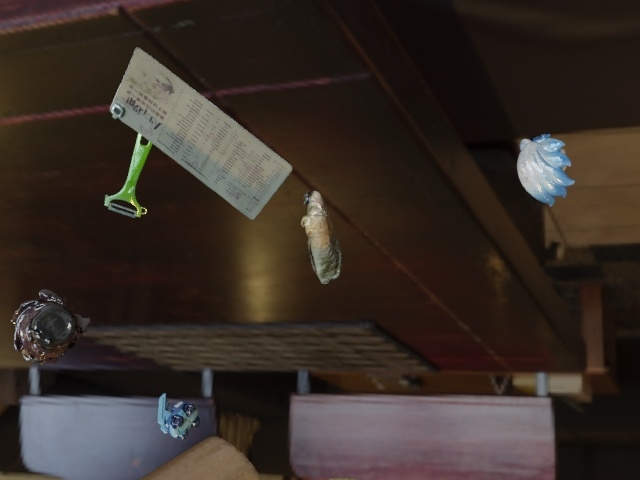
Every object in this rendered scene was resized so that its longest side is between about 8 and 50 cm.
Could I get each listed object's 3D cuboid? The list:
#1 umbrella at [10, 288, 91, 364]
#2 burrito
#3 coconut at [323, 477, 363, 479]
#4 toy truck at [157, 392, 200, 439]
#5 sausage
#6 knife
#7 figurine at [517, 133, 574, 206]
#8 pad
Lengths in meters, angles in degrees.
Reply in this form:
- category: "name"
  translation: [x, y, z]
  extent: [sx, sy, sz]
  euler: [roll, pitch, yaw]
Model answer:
- category: "umbrella"
  translation: [-0.371, 0.120, 1.300]
  extent: [0.094, 0.090, 0.326]
  euler: [36, 163, -9]
- category: "burrito"
  translation: [0.002, 0.000, 1.258]
  extent: [0.042, 0.051, 0.171]
  euler: [11, 151, 13]
- category: "coconut"
  translation: [0.028, 0.414, 1.139]
  extent: [0.241, 0.241, 0.241]
  euler: [3, 163, 1]
- category: "toy truck"
  translation: [-0.282, 0.334, 1.854]
  extent: [0.090, 0.073, 0.056]
  euler: [24, 142, 32]
- category: "sausage"
  translation: [-0.193, 0.342, 1.147]
  extent: [0.253, 0.123, 0.123]
  euler: [-29, -178, -33]
- category: "knife"
  translation: [-0.328, -0.119, 1.717]
  extent: [0.078, 0.166, 0.022]
  euler: [18, -159, -13]
- category: "figurine"
  translation: [0.333, -0.101, 1.426]
  extent: [0.079, 0.114, 0.114]
  euler: [-27, 176, -25]
- category: "pad"
  translation: [-0.172, -0.141, 1.340]
  extent: [0.265, 0.009, 0.159]
  euler: [37, 143, -4]
